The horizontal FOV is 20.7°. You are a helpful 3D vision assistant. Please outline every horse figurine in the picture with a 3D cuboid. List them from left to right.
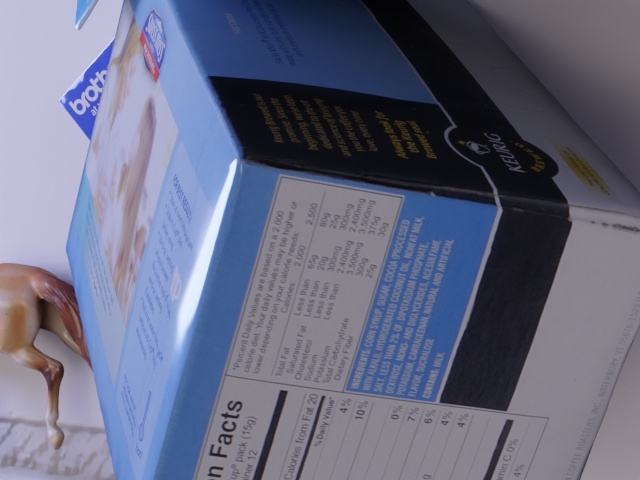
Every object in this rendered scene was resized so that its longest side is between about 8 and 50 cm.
[{"bbox_3d":[-0.252,0.082,1.331,0.263,0.066,0.174,-15,102,31],"label":"horse figurine"}]

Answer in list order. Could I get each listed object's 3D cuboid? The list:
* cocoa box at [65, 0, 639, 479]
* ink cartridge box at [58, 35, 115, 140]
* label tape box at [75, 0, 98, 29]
[{"bbox_3d":[0.000,0.000,0.988,0.227,0.347,0.231,8,114,-18],"label":"cocoa box"},{"bbox_3d":[-0.081,-0.128,1.198,0.207,0.046,0.097,-43,82,29],"label":"ink cartridge box"},{"bbox_3d":[-0.116,-0.337,1.038,0.115,0.249,0.348,23,117,-20],"label":"label tape box"}]
